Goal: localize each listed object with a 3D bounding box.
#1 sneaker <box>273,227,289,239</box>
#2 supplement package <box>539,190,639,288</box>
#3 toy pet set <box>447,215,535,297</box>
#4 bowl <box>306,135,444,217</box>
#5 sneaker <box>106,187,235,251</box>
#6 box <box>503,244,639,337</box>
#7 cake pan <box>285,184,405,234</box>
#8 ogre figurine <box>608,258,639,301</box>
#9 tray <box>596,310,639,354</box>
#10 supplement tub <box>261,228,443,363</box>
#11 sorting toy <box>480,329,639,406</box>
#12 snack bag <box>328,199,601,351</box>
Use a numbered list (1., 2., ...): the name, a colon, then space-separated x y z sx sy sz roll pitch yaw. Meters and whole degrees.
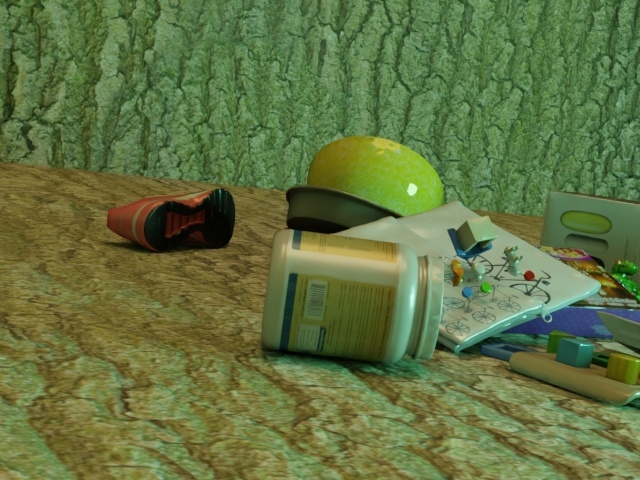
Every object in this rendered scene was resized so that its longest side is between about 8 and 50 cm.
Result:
1. sneaker: 0.000 0.000 2.127 0.185 0.069 0.084 7 12 -15
2. supplement package: 0.540 0.013 2.078 0.203 0.194 0.149 11 7 30
3. toy pet set: 0.217 0.029 1.517 0.122 0.114 0.065 -11 -21 -27
4. bowl: 0.095 -0.054 2.193 0.289 0.289 0.156 9 50 12
5. sneaker: -0.277 -0.049 2.044 0.136 0.116 0.314 10 7 29
6. box: 0.333 0.073 1.689 0.293 0.057 0.201 4 26 -24
7. cake pan: 0.066 -0.009 1.917 0.293 0.054 0.293 20 -14 5
8. ogre figurine: 0.523 0.092 1.838 0.197 0.097 0.118 -7 25 -35
9. tray: 0.482 0.156 1.382 0.145 0.030 0.270 27 -3 -29
10. supplement tub: 0.036 0.068 1.275 0.200 0.144 0.144 8 7 -1
11. sorting toy: 0.361 0.154 1.328 0.196 0.047 0.348 2 9 -39
12. snack bag: 0.202 0.036 1.584 0.342 0.037 0.323 -15 35 -38
